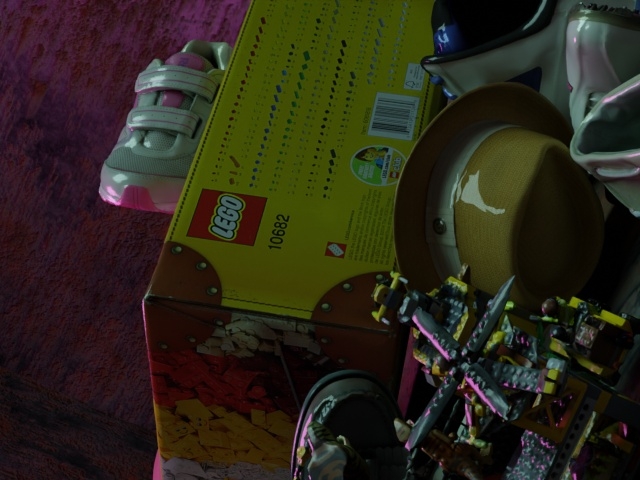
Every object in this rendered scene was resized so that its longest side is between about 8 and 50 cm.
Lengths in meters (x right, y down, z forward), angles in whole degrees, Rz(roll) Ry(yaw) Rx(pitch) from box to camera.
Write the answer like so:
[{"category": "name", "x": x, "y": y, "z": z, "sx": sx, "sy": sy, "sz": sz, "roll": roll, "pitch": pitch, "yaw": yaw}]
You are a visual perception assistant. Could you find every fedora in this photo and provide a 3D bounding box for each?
[{"category": "fedora", "x": 0.142, "y": -0.013, "z": 0.903, "sx": 0.079, "sy": 0.194, "sz": 0.194, "roll": 10, "pitch": 74, "yaw": 57}]

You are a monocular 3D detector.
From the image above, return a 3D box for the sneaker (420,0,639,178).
[{"category": "sneaker", "x": 0.153, "y": -0.118, "z": 1.041, "sx": 0.315, "sy": 0.182, "sz": 0.127, "roll": -58, "pitch": 9, "yaw": 50}]

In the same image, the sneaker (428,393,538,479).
[{"category": "sneaker", "x": 0.112, "y": 0.149, "z": 0.932, "sx": 0.075, "sy": 0.057, "sz": 0.161, "roll": -103, "pitch": 35, "yaw": -70}]

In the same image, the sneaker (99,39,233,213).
[{"category": "sneaker", "x": -0.136, "y": -0.111, "z": 1.185, "sx": 0.252, "sy": 0.103, "sz": 0.111, "roll": -74, "pitch": -10, "yaw": -58}]

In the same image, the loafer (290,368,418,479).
[{"category": "loafer", "x": 0.034, "y": 0.228, "z": 0.937, "sx": 0.084, "sy": 0.096, "sz": 0.267, "roll": -123, "pitch": 29, "yaw": -67}]

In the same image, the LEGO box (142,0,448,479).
[{"category": "LEGO box", "x": 0.000, "y": 0.000, "z": 1.222, "sx": 0.372, "sy": 0.193, "sz": 0.500, "roll": 93, "pitch": -172, "yaw": -47}]

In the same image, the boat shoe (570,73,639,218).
[{"category": "boat shoe", "x": 0.222, "y": -0.067, "z": 0.677, "sx": 0.302, "sy": 0.094, "sz": 0.109, "roll": 132, "pitch": 162, "yaw": -70}]

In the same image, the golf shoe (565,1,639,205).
[{"category": "golf shoe", "x": 0.197, "y": -0.086, "z": 0.842, "sx": 0.186, "sy": 0.067, "sz": 0.086, "roll": 43, "pitch": -117, "yaw": -57}]

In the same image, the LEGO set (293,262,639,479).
[{"category": "LEGO set", "x": 0.031, "y": 0.151, "z": 0.763, "sx": 0.331, "sy": 0.192, "sz": 0.255, "roll": -62, "pitch": 24, "yaw": 9}]

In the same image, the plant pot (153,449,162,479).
[{"category": "plant pot", "x": -0.060, "y": 0.257, "z": 1.434, "sx": 0.180, "sy": 0.201, "sz": 0.201, "roll": -26, "pitch": 37, "yaw": 55}]
